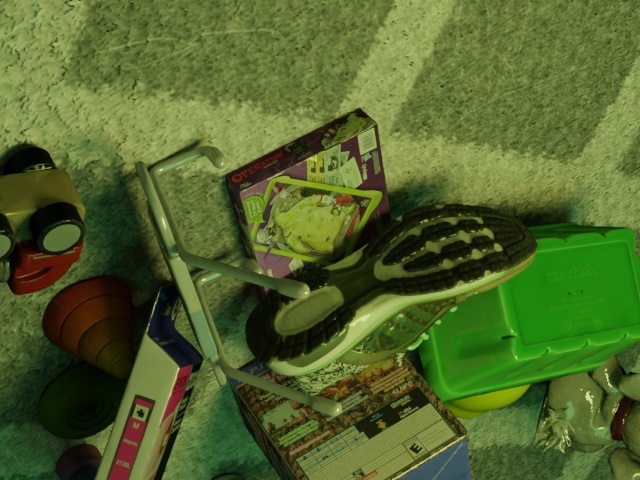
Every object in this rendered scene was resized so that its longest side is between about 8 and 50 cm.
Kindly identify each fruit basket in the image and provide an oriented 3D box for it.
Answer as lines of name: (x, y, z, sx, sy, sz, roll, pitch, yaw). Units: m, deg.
fruit basket: (0.277, 0.126, 1.973, 0.392, 0.283, 0.392, -11, 174, -1)

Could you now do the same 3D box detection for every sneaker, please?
sneaker: (0.106, 0.090, 1.750, 0.410, 0.158, 0.182, -23, 140, 1)

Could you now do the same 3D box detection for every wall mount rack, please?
wall mount rack: (-0.101, 0.057, 1.507, 0.130, 0.304, 0.350, -22, 134, -7)

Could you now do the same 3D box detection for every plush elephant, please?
plush elephant: (0.509, 0.270, 2.138, 0.330, 0.255, 0.272, -58, 161, -55)

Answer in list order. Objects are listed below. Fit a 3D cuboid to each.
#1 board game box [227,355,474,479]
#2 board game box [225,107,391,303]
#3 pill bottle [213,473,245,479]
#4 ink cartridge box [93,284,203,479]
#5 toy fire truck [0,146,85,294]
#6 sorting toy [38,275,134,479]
board game box: (0.043, 0.273, 1.836, 0.232, 0.291, 0.141, -28, 139, -14)
board game box: (0.000, 0.000, 1.749, 0.208, 0.056, 0.347, -31, 139, -18)
pill bottle: (-0.118, 0.450, 1.965, 0.094, 0.169, 0.094, -21, 136, -22)
ink cartridge box: (-0.221, 0.239, 1.610, 0.176, 0.069, 0.371, 17, 90, -85)
toy fire truck: (-0.383, 0.044, 1.425, 0.217, 0.158, 0.246, -10, 143, -32)
sorting toy: (-0.287, 0.225, 1.666, 0.127, 0.126, 0.366, -13, 132, -30)
